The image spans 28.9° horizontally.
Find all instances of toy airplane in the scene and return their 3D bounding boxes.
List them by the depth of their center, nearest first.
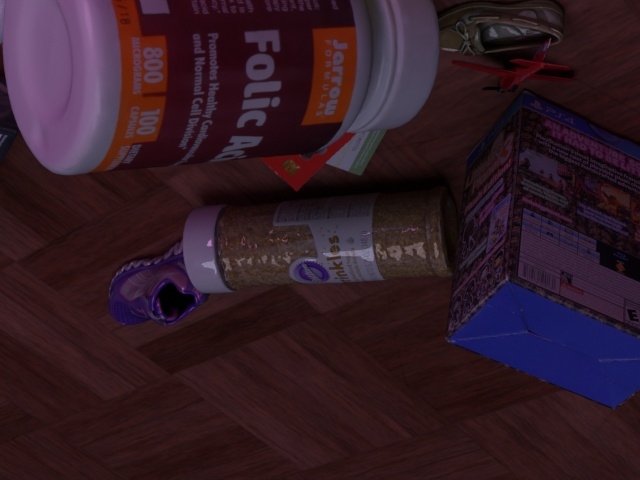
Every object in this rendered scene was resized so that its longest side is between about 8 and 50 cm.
[{"bbox_3d":[0.229,-0.189,1.395,0.151,0.028,0.151,4,168,1],"label":"toy airplane"}]

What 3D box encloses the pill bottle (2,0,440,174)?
[{"bbox_3d":[-0.091,-0.189,1.229,0.392,0.224,0.224,-8,151,-33],"label":"pill bottle"}]

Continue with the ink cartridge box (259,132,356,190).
[{"bbox_3d":[-0.080,-0.160,1.468,0.225,0.056,0.181,43,139,-5],"label":"ink cartridge box"}]

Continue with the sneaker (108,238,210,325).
[{"bbox_3d":[-0.235,0.081,1.806,0.236,0.104,0.095,-27,128,38],"label":"sneaker"}]

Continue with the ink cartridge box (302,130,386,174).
[{"bbox_3d":[-0.028,-0.184,1.488,0.235,0.056,0.171,18,140,-10],"label":"ink cartridge box"}]

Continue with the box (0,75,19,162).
[{"bbox_3d":[-0.608,-0.107,1.631,0.318,0.097,0.395,16,142,-26],"label":"box"}]

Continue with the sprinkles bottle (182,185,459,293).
[{"bbox_3d":[0.000,0.000,1.642,0.356,0.121,0.121,-5,137,18],"label":"sprinkles bottle"}]

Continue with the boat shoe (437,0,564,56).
[{"bbox_3d":[0.194,-0.231,1.380,0.153,0.048,0.056,-2,138,16],"label":"boat shoe"}]

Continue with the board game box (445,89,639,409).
[{"bbox_3d":[0.290,0.010,1.449,0.232,0.291,0.141,24,139,-12],"label":"board game box"}]

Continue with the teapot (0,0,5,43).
[{"bbox_3d":[-0.365,-0.318,1.289,0.256,0.252,0.187,-26,117,23],"label":"teapot"}]
